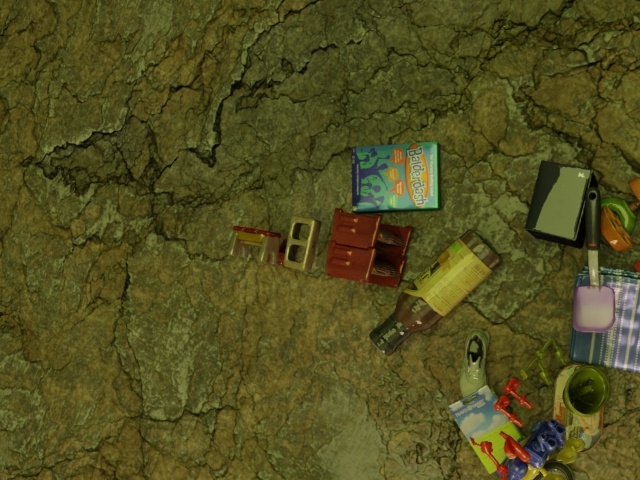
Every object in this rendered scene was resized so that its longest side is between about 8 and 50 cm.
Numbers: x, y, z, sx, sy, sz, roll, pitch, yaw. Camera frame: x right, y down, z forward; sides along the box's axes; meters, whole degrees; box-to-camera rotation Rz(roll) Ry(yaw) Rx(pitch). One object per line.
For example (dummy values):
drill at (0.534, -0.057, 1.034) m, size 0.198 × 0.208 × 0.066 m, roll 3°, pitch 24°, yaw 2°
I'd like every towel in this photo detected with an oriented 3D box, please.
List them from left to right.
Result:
towel at (0.690, 0.183, 1.760) m, size 0.335 × 0.040 × 0.243 m, roll 9°, pitch 121°, yaw 20°

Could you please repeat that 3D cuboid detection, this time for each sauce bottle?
sauce bottle at (0.254, 0.125, 1.940) m, size 0.344 × 0.111 × 0.111 m, roll -44°, pitch 73°, yaw 8°

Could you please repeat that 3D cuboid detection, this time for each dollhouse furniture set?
dollhouse furniture set at (0.000, 0.000, 2.002) m, size 0.373 × 0.201 × 0.152 m, roll 10°, pitch 88°, yaw 26°

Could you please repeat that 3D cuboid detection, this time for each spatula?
spatula at (0.549, 0.039, 1.712) m, size 0.084 × 0.030 × 0.297 m, roll 1°, pitch 104°, yaw 24°

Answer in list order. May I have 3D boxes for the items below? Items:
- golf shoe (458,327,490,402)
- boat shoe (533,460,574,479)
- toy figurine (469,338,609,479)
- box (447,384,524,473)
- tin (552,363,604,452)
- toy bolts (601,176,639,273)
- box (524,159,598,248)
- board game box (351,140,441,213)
golf shoe at (0.340, 0.286, 1.908) m, size 0.069 × 0.086 × 0.176 m, roll 1°, pitch 87°, yaw 17°
boat shoe at (0.437, 0.628, 1.833) m, size 0.112 × 0.095 × 0.335 m, roll 34°, pitch 96°, yaw 19°
toy figurine at (0.433, 0.410, 1.793) m, size 0.191 × 0.217 × 0.362 m, roll 36°, pitch 53°, yaw 14°
box at (0.372, 0.411, 1.883) m, size 0.109 × 0.042 × 0.178 m, roll -33°, pitch 91°, yaw 13°
tin at (0.559, 0.362, 1.851) m, size 0.106 × 0.040 × 0.190 m, roll 5°, pitch 87°, yaw 15°
toy bolts at (0.695, -0.024, 1.757) m, size 0.158 × 0.218 × 0.229 m, roll -36°, pitch 81°, yaw 26°
box at (0.516, -0.074, 1.818) m, size 0.108 × 0.207 × 0.153 m, roll 14°, pitch 89°, yaw 22°
board game box at (0.180, -0.147, 2.027) m, size 0.210 × 0.047 × 0.160 m, roll -3°, pitch 84°, yaw 18°
